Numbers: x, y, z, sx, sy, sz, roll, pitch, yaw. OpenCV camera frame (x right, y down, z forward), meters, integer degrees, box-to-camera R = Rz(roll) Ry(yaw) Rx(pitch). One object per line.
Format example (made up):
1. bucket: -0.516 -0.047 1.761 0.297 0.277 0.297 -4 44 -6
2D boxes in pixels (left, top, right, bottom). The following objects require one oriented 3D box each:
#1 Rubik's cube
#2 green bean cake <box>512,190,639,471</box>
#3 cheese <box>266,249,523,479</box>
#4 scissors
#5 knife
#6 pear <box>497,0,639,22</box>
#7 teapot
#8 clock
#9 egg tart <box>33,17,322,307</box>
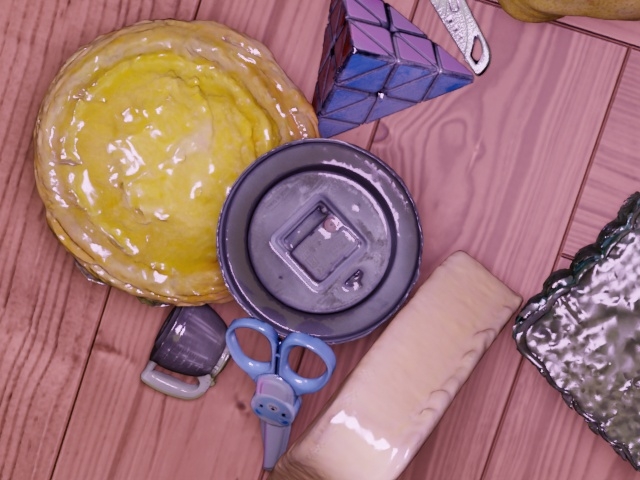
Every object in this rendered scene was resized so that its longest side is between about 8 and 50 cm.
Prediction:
1. Rubik's cube: 0.093 -0.193 1.632 0.178 0.190 0.211 8 99 -8
2. green bean cake: 0.366 0.097 1.594 0.241 0.132 0.255 44 97 5
3. cheese: 0.057 0.190 1.541 0.104 0.384 0.384 39 98 5
4. scissors: -0.050 0.181 1.637 0.125 0.030 0.256 18 138 11
5. knife: 0.123 -0.323 1.675 0.043 0.020 0.293 -28 88 8
6. pear: 0.285 -0.341 1.559 0.228 0.188 0.211 0 100 10
7. teapot: -0.151 0.128 1.720 0.091 0.124 0.092 31 56 -8
8. clock: 0.000 0.000 1.575 0.226 0.049 0.226 1 97 6
9. egg tart: -0.156 -0.088 1.675 0.345 0.132 0.345 0 92 9
